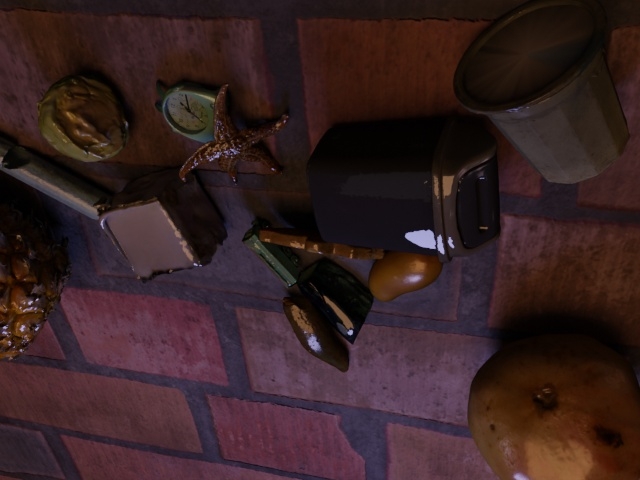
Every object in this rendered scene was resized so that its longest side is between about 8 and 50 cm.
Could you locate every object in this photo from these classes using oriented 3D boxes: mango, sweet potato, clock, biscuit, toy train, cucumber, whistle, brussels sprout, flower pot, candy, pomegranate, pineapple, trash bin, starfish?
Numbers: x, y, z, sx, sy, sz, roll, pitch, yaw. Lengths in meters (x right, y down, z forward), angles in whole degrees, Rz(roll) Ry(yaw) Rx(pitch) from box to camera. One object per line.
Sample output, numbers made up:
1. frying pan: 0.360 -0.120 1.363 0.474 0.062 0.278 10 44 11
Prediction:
1. mango: 0.153 0.055 1.288 0.102 0.085 0.184 33 142 -17
2. sweet potato: -0.001 0.211 1.475 0.077 0.077 0.243 -17 121 29
3. clock: -0.227 -0.228 1.189 0.135 0.041 0.101 18 134 3
4. biscuit: 0.000 0.000 1.258 0.225 0.166 0.036 11 96 27
5. toy train: -0.090 0.025 1.343 0.038 0.071 0.148 -25 119 33
6. cucumber: 0.035 0.130 1.393 0.115 0.086 0.193 -31 110 37
7. whistle: -0.535 -0.121 1.364 0.312 0.062 0.062 29 132 -9
8. brussels sprout: -0.420 -0.203 1.208 0.122 0.149 0.151 -21 82 48
9. flower pot: 0.321 -0.198 0.961 0.212 0.212 0.202 -20 136 31
10. candy: -0.302 -0.030 1.319 0.185 0.137 0.195 -13 123 26
11. pomegranate: 0.450 0.330 1.296 0.342 0.342 0.342 9 131 10
12. pineapple: -0.679 0.071 1.401 0.300 0.352 0.352 32 132 -20
13. trash bin: 0.138 -0.084 1.110 0.290 0.182 0.209 4 131 21
14. starfish: -0.150 -0.165 1.175 0.213 0.057 0.238 -18 148 -2
